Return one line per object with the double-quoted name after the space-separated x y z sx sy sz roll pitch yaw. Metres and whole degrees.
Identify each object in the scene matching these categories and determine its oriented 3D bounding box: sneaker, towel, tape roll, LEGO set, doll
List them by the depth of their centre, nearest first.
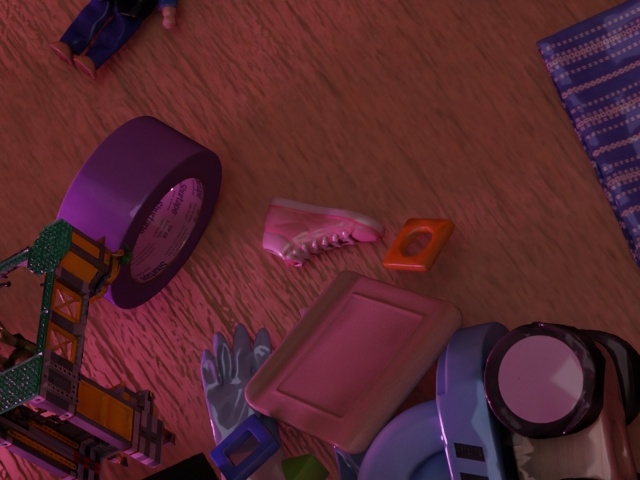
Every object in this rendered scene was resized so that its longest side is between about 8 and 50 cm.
-0.282 0.150 1.870 0.331 0.192 0.255 -33 42 25 "LEGO set"
0.392 -0.111 1.920 0.243 0.040 0.336 -25 73 6 "towel"
-0.189 -0.029 1.957 0.080 0.189 0.189 32 86 18 "tape roll"
0.000 0.000 1.978 0.134 0.051 0.070 11 76 23 "sneaker"
-0.211 -0.265 2.091 0.129 0.046 0.189 32 80 27 "doll"

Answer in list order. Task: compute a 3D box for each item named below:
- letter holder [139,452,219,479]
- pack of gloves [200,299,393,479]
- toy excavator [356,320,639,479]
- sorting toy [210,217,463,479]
-0.212 0.375 1.836 0.302 0.214 0.152 -23 58 -18 "letter holder"
-0.016 0.187 1.952 0.195 0.046 0.232 -10 73 -5 "pack of gloves"
0.107 0.311 1.818 0.445 0.222 0.432 -13 82 21 "toy excavator"
0.038 0.123 1.886 0.347 0.047 0.196 -51 34 -14 "sorting toy"
